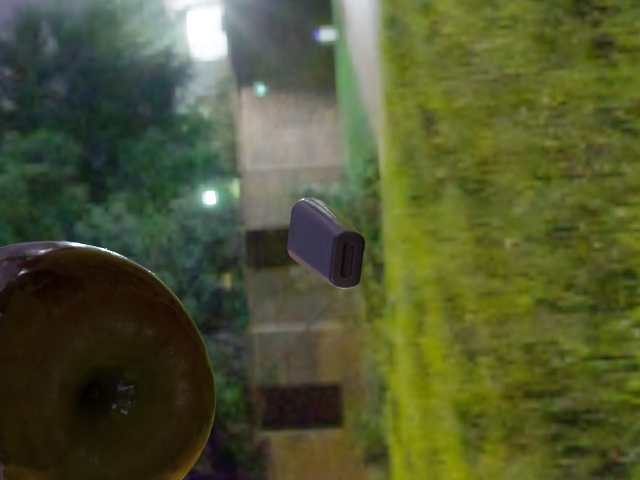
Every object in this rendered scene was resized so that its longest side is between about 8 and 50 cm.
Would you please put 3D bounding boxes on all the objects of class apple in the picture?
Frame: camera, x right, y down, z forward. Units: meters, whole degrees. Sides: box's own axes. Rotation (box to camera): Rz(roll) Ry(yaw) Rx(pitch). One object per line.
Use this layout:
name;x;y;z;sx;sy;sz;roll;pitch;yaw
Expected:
apple;-0.197;0.106;1.039;0.235;0.173;0.210;49;-115;-30

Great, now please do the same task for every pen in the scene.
pen;0.000;0.000;1.066;0.197;0.032;0.053;-140;55;-75
